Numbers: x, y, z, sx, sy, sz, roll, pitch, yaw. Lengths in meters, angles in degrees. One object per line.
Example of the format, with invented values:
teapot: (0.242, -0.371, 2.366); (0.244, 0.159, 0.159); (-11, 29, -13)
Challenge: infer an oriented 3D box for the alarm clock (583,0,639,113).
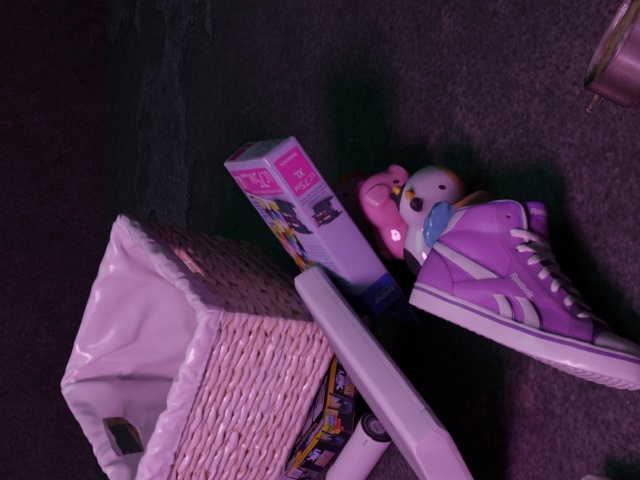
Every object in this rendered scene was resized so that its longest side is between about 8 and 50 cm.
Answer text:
alarm clock: (0.308, -0.196, 0.858); (0.129, 0.064, 0.192); (-63, -5, -17)

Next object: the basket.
basket: (-0.188, 0.181, 1.403); (0.328, 0.266, 0.331); (39, 111, 49)

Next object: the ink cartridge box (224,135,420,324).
ink cartridge box: (0.000, 0.000, 1.271); (0.065, 0.311, 0.186); (-42, 16, -15)

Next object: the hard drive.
hard drive: (0.090, 0.202, 1.144); (0.233, 0.047, 0.353); (61, 174, -35)

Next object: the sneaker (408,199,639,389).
sneaker: (0.229, 0.041, 0.958); (0.282, 0.102, 0.161); (24, 87, 38)

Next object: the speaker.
speaker: (0.056, 0.310, 1.330); (0.136, 0.055, 0.055); (-64, 33, 36)

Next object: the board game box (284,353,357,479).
board game box: (0.003, 0.266, 1.398); (0.170, 0.048, 0.141); (121, 165, -46)

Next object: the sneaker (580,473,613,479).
sneaker: (0.281, 0.256, 0.859); (0.232, 0.090, 0.115); (-60, 32, 38)

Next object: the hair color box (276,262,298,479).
hair color box: (-0.125, 0.238, 1.641); (0.185, 0.113, 0.374); (-27, 60, 59)

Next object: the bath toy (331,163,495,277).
bath toy: (0.102, -0.033, 1.228); (0.348, 0.129, 0.151); (22, 104, 63)
